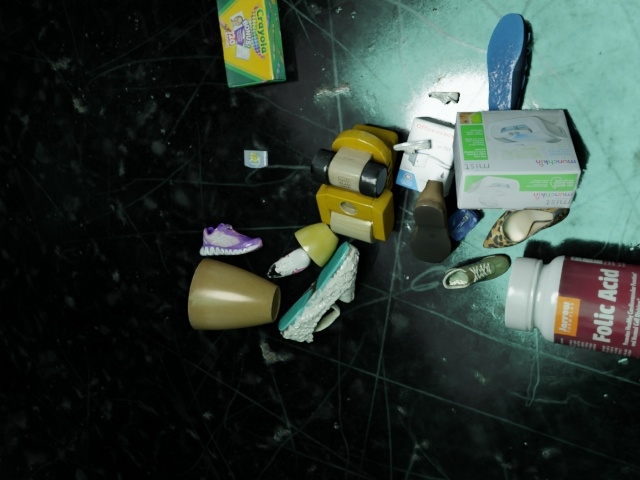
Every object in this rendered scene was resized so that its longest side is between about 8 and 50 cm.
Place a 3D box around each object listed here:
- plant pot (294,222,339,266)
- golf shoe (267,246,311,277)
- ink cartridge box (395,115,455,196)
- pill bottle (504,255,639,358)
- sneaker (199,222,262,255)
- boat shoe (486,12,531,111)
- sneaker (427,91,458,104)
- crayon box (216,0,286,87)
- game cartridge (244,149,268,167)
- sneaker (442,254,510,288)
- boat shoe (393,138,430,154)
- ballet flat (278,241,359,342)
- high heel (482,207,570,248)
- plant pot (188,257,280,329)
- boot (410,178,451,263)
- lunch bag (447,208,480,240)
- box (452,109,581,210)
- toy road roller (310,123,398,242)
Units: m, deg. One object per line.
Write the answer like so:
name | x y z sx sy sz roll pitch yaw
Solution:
plant pot | 0.000 0.000 1.865 0.095 0.134 0.134 -38 84 6
golf shoe | -0.097 0.080 1.913 0.068 0.086 0.186 57 141 -2
ink cartridge box | 0.303 -0.230 1.677 0.139 0.082 0.191 21 112 21
pill bottle | 0.670 0.157 1.504 0.392 0.224 0.224 7 105 24
sneaker | -0.302 -0.006 2.026 0.236 0.095 0.105 -1 94 28
boat shoe | 0.469 -0.437 1.546 0.109 0.089 0.258 22 117 34
sneaker | 0.330 -0.384 1.654 0.083 0.032 0.037 8 105 25
crayon box | -0.207 -0.610 1.837 0.165 0.081 0.279 -1 101 27
game cartridge | -0.207 -0.260 1.958 0.083 0.017 0.056 6 108 25
sneaker | 0.424 0.095 1.689 0.192 0.086 0.064 -18 94 28
boat shoe | 0.245 -0.246 1.636 0.100 0.035 0.035 -6 96 23
ballet flat | 0.023 0.171 1.902 0.147 0.147 0.409 45 120 10
high heel | 0.510 -0.037 1.559 0.261 0.186 0.093 -36 87 28
plant pot | -0.266 0.188 1.995 0.254 0.237 0.237 6 105 10
boot | 0.307 -0.045 1.663 0.112 0.115 0.305 9 148 14
lunch bag | 0.386 -0.048 1.686 0.067 0.065 0.098 45 116 11
box | 0.459 -0.194 1.474 0.261 0.231 0.127 1 138 7
toy road roller | 0.124 -0.176 1.741 0.202 0.241 0.330 17 146 21
